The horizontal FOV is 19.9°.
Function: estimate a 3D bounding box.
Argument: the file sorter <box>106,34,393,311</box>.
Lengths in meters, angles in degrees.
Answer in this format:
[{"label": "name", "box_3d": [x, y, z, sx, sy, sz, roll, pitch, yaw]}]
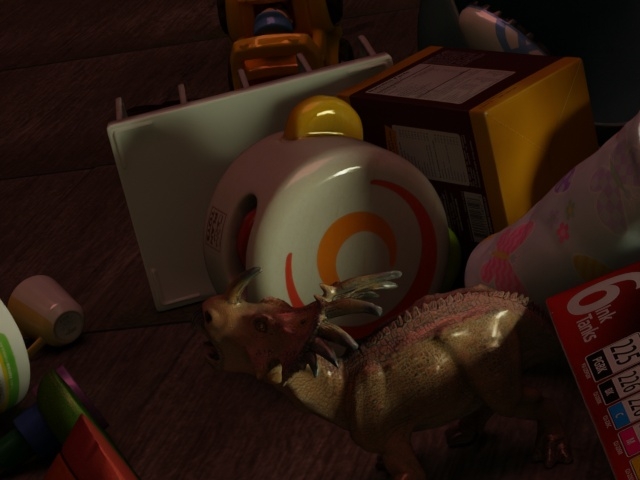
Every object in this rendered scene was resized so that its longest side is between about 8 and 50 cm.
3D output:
[{"label": "file sorter", "box_3d": [-0.057, -0.077, 1.830, 0.277, 0.193, 0.173, -15, 19, -3]}]

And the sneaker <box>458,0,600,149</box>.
[{"label": "sneaker", "box_3d": [0.197, -0.118, 1.727, 0.086, 0.237, 0.085, -35, 5, -10]}]

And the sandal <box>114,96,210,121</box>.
[{"label": "sandal", "box_3d": [-0.183, -0.140, 2.258, 0.090, 0.060, 0.219, -2, 9, 14]}]

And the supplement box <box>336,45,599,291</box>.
[{"label": "supplement box", "box_3d": [0.141, -0.062, 1.662, 0.129, 0.191, 0.194, -30, 27, -33]}]

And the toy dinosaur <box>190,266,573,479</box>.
[{"label": "toy dinosaur", "box_3d": [0.075, 0.083, 1.326, 0.295, 0.200, 0.127, -20, 22, -17]}]

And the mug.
[{"label": "mug", "box_3d": [-0.261, 0.080, 1.760, 0.062, 0.078, 0.064, 11, 10, -43]}]

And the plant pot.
[{"label": "plant pot", "box_3d": [0.218, -0.203, 1.930, 0.290, 0.290, 0.195, -28, -11, -34]}]

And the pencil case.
[{"label": "pencil case", "box_3d": [0.223, -0.011, 1.423, 0.273, 0.113, 0.124, -45, 31, 49]}]

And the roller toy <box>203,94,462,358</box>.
[{"label": "roller toy", "box_3d": [0.000, 0.000, 1.587, 0.191, 0.209, 0.146, -41, 27, -12]}]

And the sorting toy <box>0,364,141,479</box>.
[{"label": "sorting toy", "box_3d": [-0.207, 0.187, 1.382, 0.126, 0.127, 0.365, -38, 15, -7]}]

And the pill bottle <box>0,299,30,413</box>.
[{"label": "pill bottle", "box_3d": [-0.385, 0.133, 1.569, 0.245, 0.136, 0.136, -29, 26, -35]}]

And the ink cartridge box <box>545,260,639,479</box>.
[{"label": "ink cartridge box", "box_3d": [0.314, 0.096, 1.186, 0.272, 0.130, 0.309, -23, 20, 6]}]

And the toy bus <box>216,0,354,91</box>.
[{"label": "toy bus", "box_3d": [-0.048, -0.205, 2.122, 0.149, 0.220, 0.211, -5, 28, 10]}]
